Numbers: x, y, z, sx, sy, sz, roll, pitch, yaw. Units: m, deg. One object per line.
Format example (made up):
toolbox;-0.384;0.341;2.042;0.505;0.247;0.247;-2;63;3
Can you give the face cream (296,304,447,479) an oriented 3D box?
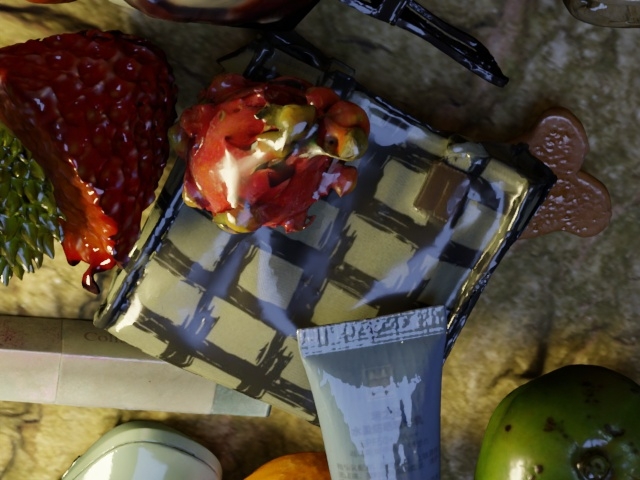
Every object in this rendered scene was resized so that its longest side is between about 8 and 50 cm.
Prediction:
face cream;0.064;0.244;1.265;0.136;0.086;0.385;-9;112;-7

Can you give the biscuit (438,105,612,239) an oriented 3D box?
biscuit;0.154;-0.044;1.345;0.250;0.036;0.165;-18;118;12

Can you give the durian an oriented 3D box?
durian;-0.344;-0.026;1.159;0.157;0.356;0.169;-11;95;-49

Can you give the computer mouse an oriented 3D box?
computer mouse;-0.222;0.317;1.474;0.159;0.097;0.288;28;112;-26

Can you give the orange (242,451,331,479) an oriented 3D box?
orange;-0.003;0.361;1.460;0.284;0.226;0.283;-6;120;-11

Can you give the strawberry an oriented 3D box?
strawberry;-0.195;-0.097;1.171;0.178;0.234;0.234;-40;125;-25

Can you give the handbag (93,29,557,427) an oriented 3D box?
handbag;0.000;0.000;1.269;0.325;0.162;0.327;26;113;-11

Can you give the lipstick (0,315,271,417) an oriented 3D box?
lipstick;-0.205;0.128;1.379;0.317;0.066;0.068;5;121;-12

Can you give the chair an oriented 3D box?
chair;0.090;-0.236;1.188;0.229;0.106;0.113;21;117;-22

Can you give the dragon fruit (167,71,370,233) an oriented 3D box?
dragon fruit;-0.033;-0.074;1.103;0.150;0.208;0.133;-49;117;-31

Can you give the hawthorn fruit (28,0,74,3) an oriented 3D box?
hawthorn fruit;-0.224;-0.240;1.155;0.093;0.081;0.081;-2;126;-43

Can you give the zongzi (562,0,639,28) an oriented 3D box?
zongzi;0.324;-0.216;1.249;0.195;0.099;0.197;-19;129;2

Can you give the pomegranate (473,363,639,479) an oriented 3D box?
pomegranate;0.293;0.262;1.479;0.236;0.236;0.302;-27;155;7

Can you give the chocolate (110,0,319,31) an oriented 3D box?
chocolate;-0.102;-0.279;1.025;0.284;0.186;0.283;7;112;17
